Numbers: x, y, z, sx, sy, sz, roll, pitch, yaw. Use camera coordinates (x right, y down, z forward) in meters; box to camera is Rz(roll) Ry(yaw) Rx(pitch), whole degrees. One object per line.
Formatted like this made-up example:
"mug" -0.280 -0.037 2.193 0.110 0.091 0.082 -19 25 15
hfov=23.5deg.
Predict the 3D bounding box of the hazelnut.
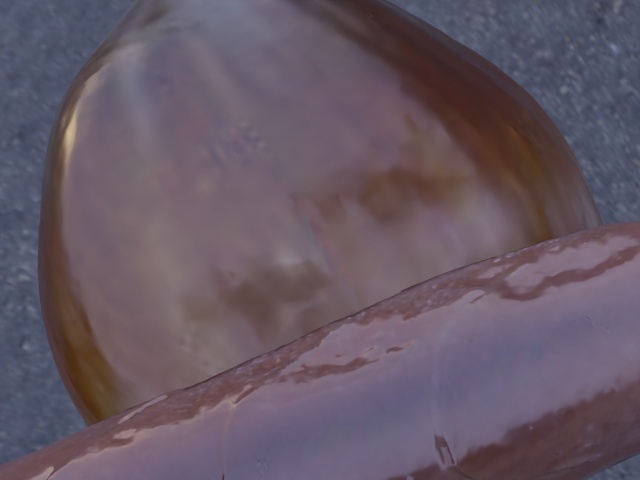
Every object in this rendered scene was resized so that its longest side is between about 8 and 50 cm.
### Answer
"hazelnut" 0.000 0.000 0.927 0.315 0.372 0.372 -25 66 20

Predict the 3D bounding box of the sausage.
"sausage" -0.060 0.095 0.490 0.433 0.088 0.088 -23 66 0
